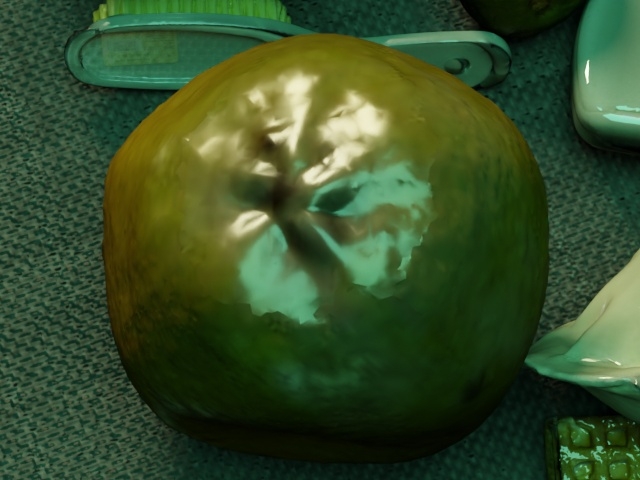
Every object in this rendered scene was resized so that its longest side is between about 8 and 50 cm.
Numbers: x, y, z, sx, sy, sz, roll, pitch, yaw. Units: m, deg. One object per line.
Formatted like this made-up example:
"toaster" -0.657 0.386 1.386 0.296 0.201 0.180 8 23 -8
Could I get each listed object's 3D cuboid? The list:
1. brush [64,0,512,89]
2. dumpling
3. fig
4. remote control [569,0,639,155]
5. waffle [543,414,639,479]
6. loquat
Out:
"brush" -0.021 -0.137 1.324 0.296 0.068 0.060 2 53 -6
"dumpling" 0.221 0.057 1.232 0.216 0.166 0.126 -44 123 -26
"fig" 0.137 -0.225 1.329 0.117 0.117 0.177 3 57 -2
"remote control" 0.313 -0.100 1.312 0.296 0.056 0.140 9 62 4
"waffle" 0.217 0.158 1.255 0.148 0.042 0.102 -1 73 -3
"loquat" 0.000 0.000 1.168 0.276 0.284 0.276 0 78 2
